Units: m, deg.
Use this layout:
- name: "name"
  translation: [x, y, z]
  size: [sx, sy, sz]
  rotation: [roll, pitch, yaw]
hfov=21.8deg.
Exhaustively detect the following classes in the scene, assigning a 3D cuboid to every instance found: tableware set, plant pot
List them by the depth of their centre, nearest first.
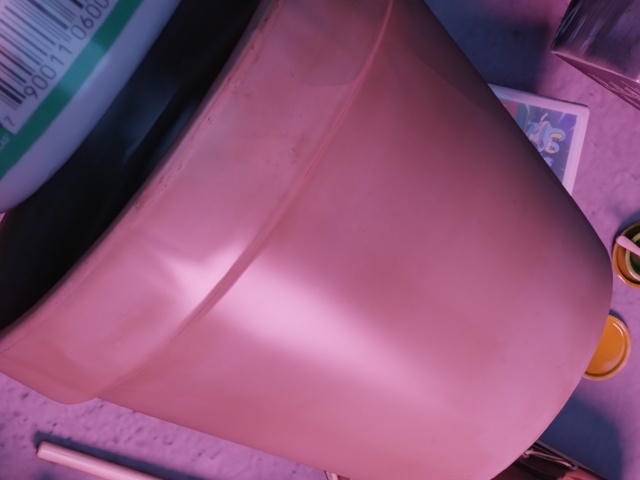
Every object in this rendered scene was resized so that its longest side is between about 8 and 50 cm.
- name: "plant pot"
  translation: [0.000, 0.000, 0.944]
  size: [0.280, 0.323, 0.323]
  rotation: [36, 88, -18]
- name: "tableware set"
  translation: [0.202, 0.046, 1.156]
  size: [0.154, 0.024, 0.104]
  rotation: [-17, 103, -12]

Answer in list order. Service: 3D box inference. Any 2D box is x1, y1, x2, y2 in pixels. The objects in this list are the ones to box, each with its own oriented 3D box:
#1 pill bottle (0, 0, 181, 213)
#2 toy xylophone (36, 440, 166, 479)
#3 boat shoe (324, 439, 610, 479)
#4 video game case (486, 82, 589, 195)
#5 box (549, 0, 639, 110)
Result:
- name: "pill bottle"
  translation: [-0.263, -0.194, 0.903]
  size: [0.361, 0.204, 0.204]
  rotation: [38, 88, -16]
- name: "toy xylophone"
  translation: [-0.133, 0.266, 1.072]
  size: [0.322, 0.081, 0.236]
  rotation: [14, 94, -17]
- name: "boat shoe"
  translation: [0.126, 0.167, 1.092]
  size: [0.257, 0.095, 0.095]
  rotation: [18, 91, -29]
- name: "video game case"
  translation: [0.065, -0.009, 1.085]
  size: [0.183, 0.023, 0.201]
  rotation: [12, 92, -1]
- name: "box"
  translation: [0.305, -0.164, 1.055]
  size: [0.307, 0.076, 0.242]
  rotation: [23, 94, -45]
